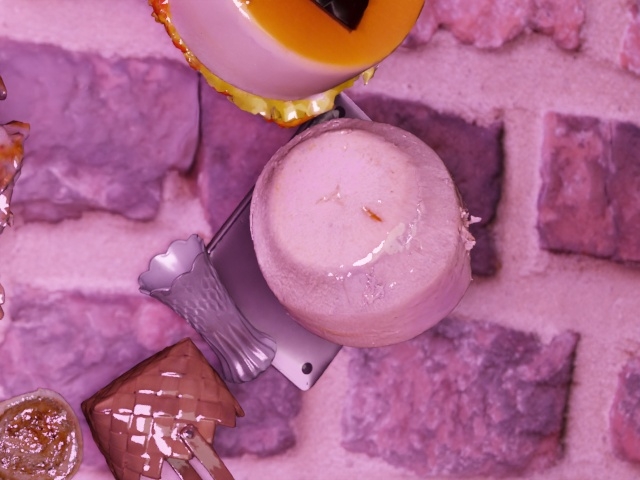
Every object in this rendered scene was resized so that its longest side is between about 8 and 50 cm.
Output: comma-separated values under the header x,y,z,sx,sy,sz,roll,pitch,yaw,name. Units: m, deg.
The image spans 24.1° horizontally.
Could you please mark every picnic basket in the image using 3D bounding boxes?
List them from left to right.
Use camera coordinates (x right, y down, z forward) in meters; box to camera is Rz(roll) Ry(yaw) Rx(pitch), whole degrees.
x,y,z,sx,sy,sz,roll,pitch,yaw,name
-0.134,0.199,1.437,0.138,0.128,0.178,-35,97,-18,picnic basket

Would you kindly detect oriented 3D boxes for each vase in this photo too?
x,y,z,sx,sy,sz,roll,pitch,yaw,name
-0.105,0.074,1.465,0.081,0.081,0.148,-45,117,-17,vase

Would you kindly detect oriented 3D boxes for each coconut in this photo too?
x,y,z,sx,sy,sz,roll,pitch,yaw,name
0.045,-0.005,1.453,0.224,0.224,0.234,-68,154,-8,coconut

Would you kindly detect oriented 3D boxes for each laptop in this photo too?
x,y,z,sx,sy,sz,roll,pitch,yaw,name
0.000,0.000,1.555,0.187,0.015,0.269,43,75,-22,laptop

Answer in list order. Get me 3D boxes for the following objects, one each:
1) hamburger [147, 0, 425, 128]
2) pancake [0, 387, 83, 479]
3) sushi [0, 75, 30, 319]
x,y,z,sx,sy,sz,roll,pitch,yaw,name
-0.035,-0.269,1.435,0.276,0.179,0.294,32,76,-27,hamburger
-0.276,0.195,1.431,0.108,0.017,0.108,1,89,-27,pancake
-0.432,-0.032,1.218,0.417,0.176,0.417,13,68,-36,sushi
